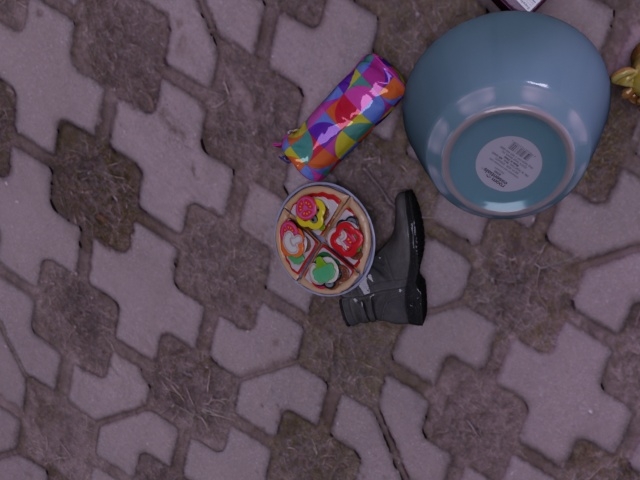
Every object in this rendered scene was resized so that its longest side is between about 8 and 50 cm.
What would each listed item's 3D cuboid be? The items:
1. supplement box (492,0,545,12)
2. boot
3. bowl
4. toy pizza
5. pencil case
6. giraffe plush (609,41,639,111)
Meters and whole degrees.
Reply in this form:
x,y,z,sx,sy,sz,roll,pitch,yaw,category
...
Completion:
x,y,z,sx,sy,sz,roll,pitch,yaw,category
0.336,-0.416,0.996,0.081,0.104,0.188,43,108,-3,supplement box
0.097,0.037,1.174,0.161,0.083,0.246,0,103,17,boot
0.268,-0.154,0.988,0.311,0.163,0.311,6,129,8,bowl
0.000,0.000,1.172,0.201,0.032,0.201,6,102,29,toy pizza
0.034,-0.200,1.113,0.236,0.104,0.104,-41,94,16,pencil case
0.526,-0.263,0.983,0.181,0.210,0.170,45,137,-7,giraffe plush
